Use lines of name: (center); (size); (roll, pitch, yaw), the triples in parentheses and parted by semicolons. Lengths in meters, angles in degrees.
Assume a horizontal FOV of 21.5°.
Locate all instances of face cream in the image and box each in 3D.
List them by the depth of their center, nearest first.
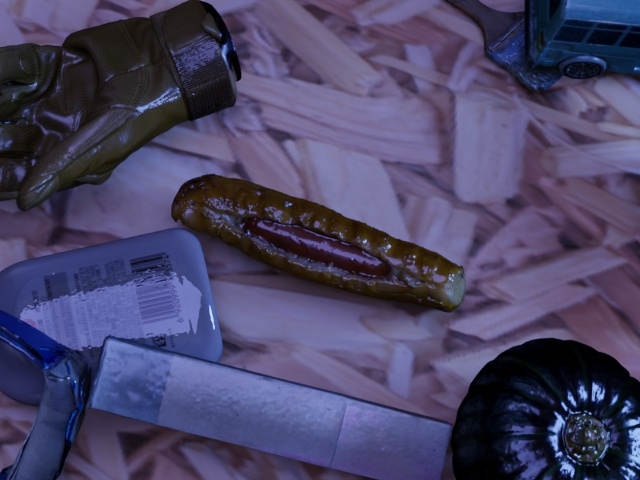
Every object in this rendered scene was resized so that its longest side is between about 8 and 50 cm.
face cream: (-0.241, 0.082, 1.565); (0.291, 0.071, 0.144); (-14, 76, -5)

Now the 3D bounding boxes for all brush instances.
brush: (0.169, -0.225, 1.702); (0.196, 0.021, 0.070); (41, 71, 15)

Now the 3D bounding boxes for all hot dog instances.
hot dog: (0.000, 0.000, 1.588); (0.289, 0.083, 0.068); (18, 106, 6)

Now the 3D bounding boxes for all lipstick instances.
lipstick: (-0.045, 0.154, 1.507); (0.317, 0.066, 0.068); (14, 86, -4)

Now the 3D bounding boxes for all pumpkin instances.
pumpkin: (0.211, 0.183, 1.481); (0.202, 0.140, 0.202); (7, 66, -16)

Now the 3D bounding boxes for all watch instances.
watch: (-0.363, 0.161, 1.505); (0.274, 0.068, 0.276); (29, 107, -7)

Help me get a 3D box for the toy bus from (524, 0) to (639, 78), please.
toy bus: (0.335, -0.231, 1.629); (0.256, 0.147, 0.128); (4, 71, -7)

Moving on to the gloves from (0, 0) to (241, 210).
gloves: (-0.235, -0.127, 1.610); (0.331, 0.141, 0.154); (-25, 97, -18)
